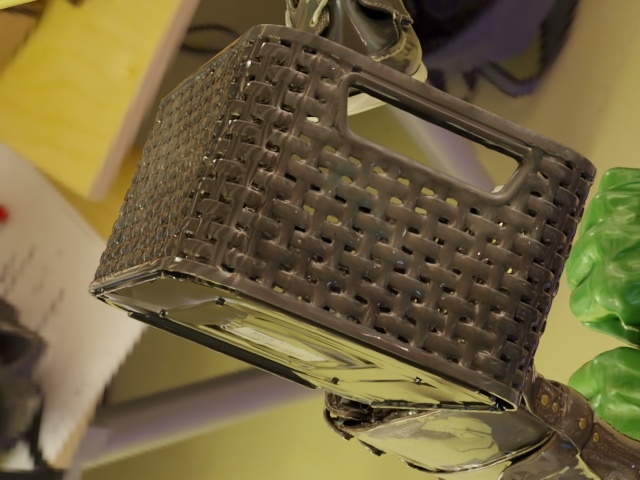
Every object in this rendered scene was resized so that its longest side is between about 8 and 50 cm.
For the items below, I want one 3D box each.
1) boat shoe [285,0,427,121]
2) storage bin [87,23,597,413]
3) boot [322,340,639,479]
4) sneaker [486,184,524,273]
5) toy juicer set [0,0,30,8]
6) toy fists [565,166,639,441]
[{"bbox_3d":[0.012,-0.126,1.026,0.084,0.233,0.079,-18,110,6],"label":"boat shoe"},{"bbox_3d":[0.000,0.000,0.606,0.084,0.122,0.180,-70,14,-11],"label":"storage bin"},{"bbox_3d":[0.097,0.125,0.985,0.263,0.229,0.091,-29,41,52],"label":"boot"},{"bbox_3d":[0.221,0.010,1.961,0.094,0.208,0.081,7,124,12],"label":"sneaker"},{"bbox_3d":[-0.158,-0.241,0.709,0.089,0.209,0.329,-7,33,-4],"label":"toy juicer set"},{"bbox_3d":[0.250,0.079,1.302,0.096,0.142,0.279,146,130,-63],"label":"toy fists"}]
